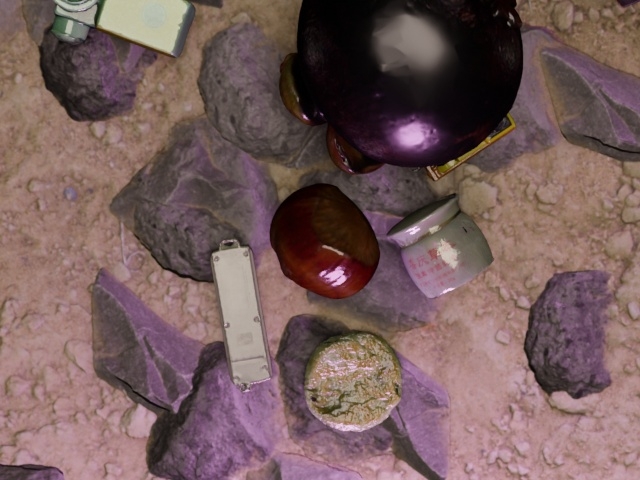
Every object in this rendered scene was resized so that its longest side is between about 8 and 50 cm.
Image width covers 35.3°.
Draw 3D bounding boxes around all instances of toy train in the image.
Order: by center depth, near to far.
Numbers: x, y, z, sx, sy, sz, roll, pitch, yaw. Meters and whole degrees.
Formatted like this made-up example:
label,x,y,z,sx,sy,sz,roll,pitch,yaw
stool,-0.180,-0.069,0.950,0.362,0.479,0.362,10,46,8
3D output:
label,x,y,z,sx,sy,sz,roll,pitch,yaw
toy train,-0.302,-0.496,1.663,0.253,0.160,0.397,18,93,-13
toy train,0.251,-0.186,1.745,0.219,0.127,0.089,-33,96,-2

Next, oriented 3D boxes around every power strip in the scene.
label,x,y,z,sx,sy,sz,roll,pitch,yaw
power strip,-0.140,0.129,1.777,0.078,0.052,0.272,-10,95,-4

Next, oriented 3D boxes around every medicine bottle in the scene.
label,x,y,z,sx,sy,sz,roll,pitch,yaw
medicine bottle,0.208,0.007,1.747,0.147,0.147,0.143,-32,96,-2

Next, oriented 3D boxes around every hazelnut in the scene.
label,x,y,z,sx,sy,sz,roll,pitch,yaw
hazelnut,0.007,-0.004,1.738,0.170,0.160,0.202,-20,59,-15

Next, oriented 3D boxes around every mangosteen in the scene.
label,x,y,z,sx,sy,sz,roll,pitch,yaw
mangosteen,0.105,-0.286,1.595,0.435,0.382,0.382,-27,98,35

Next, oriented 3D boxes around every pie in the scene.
label,x,y,z,sx,sy,sz,roll,pitch,yaw
pie,0.060,0.253,1.809,0.186,0.041,0.187,0,94,-4

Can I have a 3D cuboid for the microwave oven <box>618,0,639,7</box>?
label,x,y,z,sx,sy,sz,roll,pitch,yaw
microwave oven,0.560,-0.674,1.675,0.374,0.236,0.432,-35,97,-1
